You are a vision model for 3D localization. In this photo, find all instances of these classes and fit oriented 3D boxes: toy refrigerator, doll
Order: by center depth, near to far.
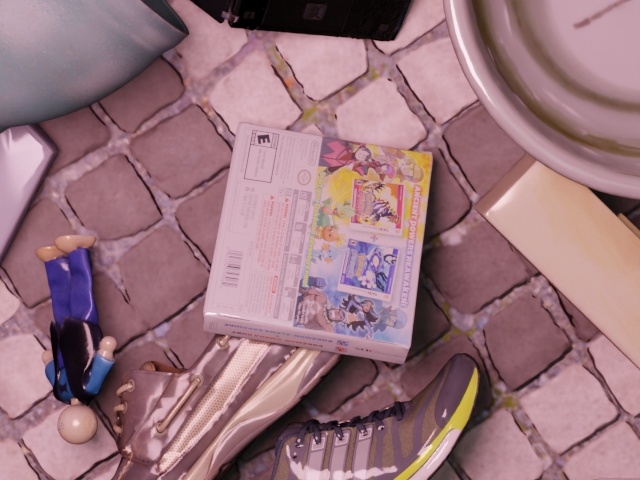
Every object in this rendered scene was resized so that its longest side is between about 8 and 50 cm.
[{"bbox_3d":[-0.230,0.095,1.538,0.046,0.129,0.189,2,75,-37],"label":"doll"},{"bbox_3d":[0.273,0.033,1.539,0.269,0.102,0.094,44,94,-4],"label":"toy refrigerator"}]

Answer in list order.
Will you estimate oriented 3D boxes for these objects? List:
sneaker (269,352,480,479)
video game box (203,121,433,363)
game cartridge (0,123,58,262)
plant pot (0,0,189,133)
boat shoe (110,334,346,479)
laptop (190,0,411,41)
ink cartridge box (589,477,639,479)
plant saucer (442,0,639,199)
[{"bbox_3d":[0.026,0.204,1.554,0.300,0.111,0.121,-42,91,1],"label":"sneaker"},{"bbox_3d":[0.000,0.000,1.512,0.187,0.048,0.205,9,62,1],"label":"video game box"},{"bbox_3d":[-0.406,-0.092,1.545,0.294,0.060,0.196,28,98,-3],"label":"game cartridge"},{"bbox_3d":[-0.285,-0.210,1.416,0.293,0.293,0.196,44,95,-4],"label":"plant pot"},{"bbox_3d":[-0.127,0.167,1.548,0.355,0.132,0.130,-44,84,-5],"label":"boat shoe"},{"bbox_3d":[-0.034,-0.318,1.482,0.264,0.136,0.234,2,135,-21],"label":"laptop"},{"bbox_3d":[0.246,0.322,1.596,0.224,0.056,0.181,-2,95,23],"label":"ink cartridge box"},{"bbox_3d":[0.302,-0.232,1.500,0.400,0.100,0.400,0,88,-4],"label":"plant saucer"}]
